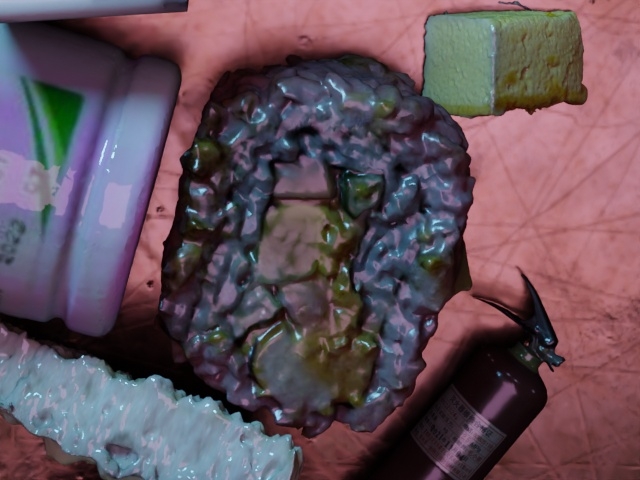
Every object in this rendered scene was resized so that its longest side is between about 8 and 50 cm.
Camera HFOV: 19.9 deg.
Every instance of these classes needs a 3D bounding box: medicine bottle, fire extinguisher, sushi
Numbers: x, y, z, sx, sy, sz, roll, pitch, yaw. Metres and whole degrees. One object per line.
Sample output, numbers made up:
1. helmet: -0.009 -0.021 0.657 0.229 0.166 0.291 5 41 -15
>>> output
1. medicine bottle: -0.277 -0.070 1.295 0.325 0.212 0.212 16 101 -6
2. fire extinguisher: 0.108 0.134 1.429 0.099 0.071 0.231 40 98 19
3. sushi: 0.000 0.000 1.341 0.236 0.171 0.270 9 102 -9

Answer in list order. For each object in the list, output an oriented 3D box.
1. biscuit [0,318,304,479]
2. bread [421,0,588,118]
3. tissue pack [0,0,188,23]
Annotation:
1. biscuit: -0.134 0.148 1.363 0.281 0.179 0.084 19 76 20
2. bread: 0.143 -0.140 1.394 0.109 0.080 0.084 -10 105 -36
3. tissue pack: -0.157 -0.238 1.245 0.136 0.246 0.159 -3 101 -2
